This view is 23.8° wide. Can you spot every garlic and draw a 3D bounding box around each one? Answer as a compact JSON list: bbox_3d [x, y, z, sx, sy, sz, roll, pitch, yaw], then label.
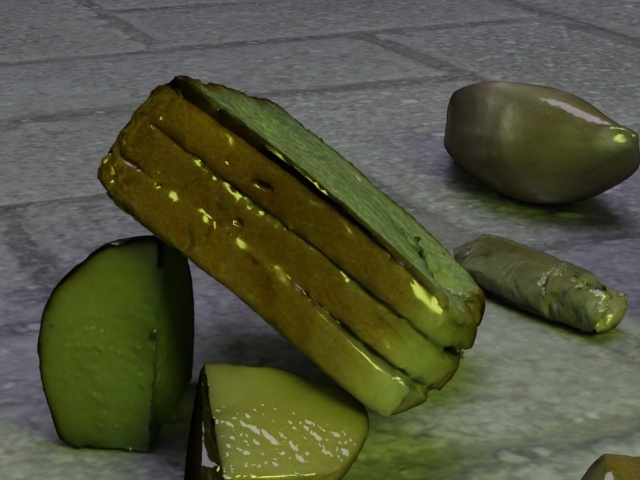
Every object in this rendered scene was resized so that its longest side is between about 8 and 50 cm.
[{"bbox_3d":[0.198,-0.099,1.505,0.143,0.112,0.318,18,6,-19],"label":"garlic"}]

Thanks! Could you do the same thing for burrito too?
[{"bbox_3d":[0.172,0.031,1.220,0.058,0.045,0.188,-4,16,-35],"label":"burrito"}]

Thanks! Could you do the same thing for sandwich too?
[{"bbox_3d":[-0.001,0.001,1.014,0.249,0.095,0.273,39,7,4],"label":"sandwich"}]

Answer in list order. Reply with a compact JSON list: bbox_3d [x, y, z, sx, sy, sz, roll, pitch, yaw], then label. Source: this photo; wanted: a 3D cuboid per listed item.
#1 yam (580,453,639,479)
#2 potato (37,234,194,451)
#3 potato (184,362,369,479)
[{"bbox_3d":[0.311,0.150,0.818,0.356,0.081,0.081,2,19,1],"label":"yam"},{"bbox_3d":[-0.132,0.049,1.012,0.081,0.149,0.120,8,17,5],"label":"potato"},{"bbox_3d":[-0.026,0.129,0.904,0.103,0.066,0.096,7,42,-8],"label":"potato"}]
